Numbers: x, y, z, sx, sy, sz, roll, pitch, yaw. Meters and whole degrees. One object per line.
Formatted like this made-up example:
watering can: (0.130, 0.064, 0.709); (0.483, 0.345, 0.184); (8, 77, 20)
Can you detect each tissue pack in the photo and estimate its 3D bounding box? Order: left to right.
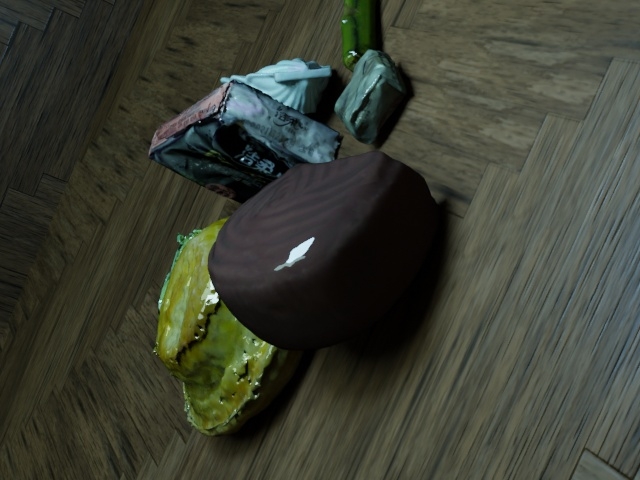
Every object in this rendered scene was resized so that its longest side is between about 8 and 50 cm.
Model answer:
tissue pack: (-0.144, -0.162, 2.091); (0.332, 0.245, 0.123); (-16, 55, 59)

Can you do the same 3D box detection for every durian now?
durian: (-0.235, 0.070, 2.274); (0.137, 0.095, 0.220); (-9, 52, 21)

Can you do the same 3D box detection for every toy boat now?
toy boat: (-0.071, -0.272, 2.142); (0.290, 0.200, 0.100); (-171, 70, -72)

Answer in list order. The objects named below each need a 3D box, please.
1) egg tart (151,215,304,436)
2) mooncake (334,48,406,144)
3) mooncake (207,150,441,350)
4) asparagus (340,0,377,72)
egg tart: (-0.159, 0.108, 1.975); (0.443, 0.178, 0.443); (-46, 33, 42)
mooncake: (0.081, -0.230, 1.888); (0.130, 0.073, 0.125); (-55, 24, 22)
mooncake: (0.000, 0.000, 1.648); (0.334, 0.174, 0.326); (-40, 23, 7)
asparagus: (0.069, -0.393, 2.066); (0.060, 0.067, 0.277); (98, 177, -48)
